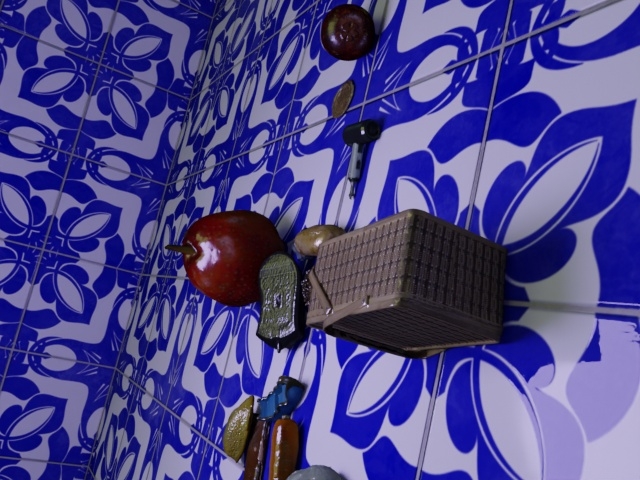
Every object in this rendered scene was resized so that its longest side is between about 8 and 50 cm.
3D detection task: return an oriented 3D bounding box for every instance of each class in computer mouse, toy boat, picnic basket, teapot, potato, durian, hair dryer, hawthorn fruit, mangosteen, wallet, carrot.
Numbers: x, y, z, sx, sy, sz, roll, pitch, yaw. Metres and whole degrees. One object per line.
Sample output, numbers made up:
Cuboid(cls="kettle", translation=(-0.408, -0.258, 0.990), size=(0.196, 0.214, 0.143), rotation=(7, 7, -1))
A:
Cuboid(cls="computer mouse", translation=(-0.091, 0.163, 1.628), size=(0.147, 0.088, 0.264), rotation=(-10, 67, 36))
Cuboid(cls="toy boat", translation=(-0.105, 0.381, 1.532), size=(0.185, 0.077, 0.075), rotation=(-46, 36, 41))
Cuboid(cls="picnic basket", translation=(0.137, 0.095, 1.087), size=(0.313, 0.228, 0.175), rotation=(-22, 53, 56))
Cuboid(cls="teapot", translation=(-0.045, 0.025, 1.641), size=(0.066, 0.088, 0.057), rotation=(-9, 86, 18))
Cuboid(cls="potato", translation=(0.000, 0.000, 1.535), size=(0.170, 0.107, 0.080), rotation=(4, 113, 66))
Cuboid(cls="durian", translation=(0.003, 0.109, 1.478), size=(0.189, 0.091, 0.148), rotation=(-63, 28, 22))
Cuboid(cls="hair dryer", translation=(0.093, -0.198, 1.553), size=(0.100, 0.057, 0.198), rotation=(3, 85, 63))
Cuboid(cls="hawthorn fruit", translation=(-0.273, 0.045, 1.759), size=(0.284, 0.368, 0.285), rotation=(-7, 80, 45))
Cuboid(cls="mangosteen", translation=(0.076, -0.555, 1.710), size=(0.181, 0.155, 0.146), rotation=(95, 162, -84))
Cuboid(cls="wallet", translation=(-0.166, 0.535, 1.611), size=(0.095, 0.026, 0.176), rotation=(-22, 54, 59))
Cuboid(cls="carrot", translation=(-0.086, 0.513, 1.430), size=(0.067, 0.067, 0.225), rotation=(-29, 50, 54))

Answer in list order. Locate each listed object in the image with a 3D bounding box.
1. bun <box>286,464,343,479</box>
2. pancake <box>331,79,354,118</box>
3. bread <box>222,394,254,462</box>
Cuboid(cls="bun", translation=(-0.026, 0.559, 1.238), size=(0.221, 0.108, 0.221), rotation=(-39, 42, 46))
Cuboid(cls="pancake", translation=(0.063, -0.395, 1.758), size=(0.115, 0.011, 0.115), rotation=(-38, 45, 49))
Cuboid(cls="bread", translation=(-0.224, 0.489, 1.685), size=(0.149, 0.065, 0.188), rotation=(-103, 29, -67))
